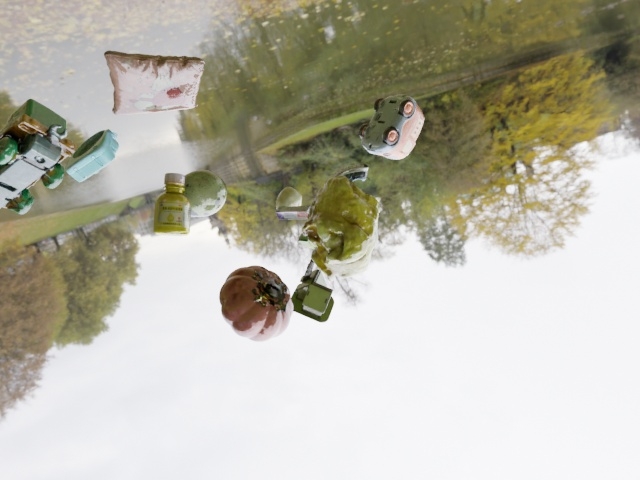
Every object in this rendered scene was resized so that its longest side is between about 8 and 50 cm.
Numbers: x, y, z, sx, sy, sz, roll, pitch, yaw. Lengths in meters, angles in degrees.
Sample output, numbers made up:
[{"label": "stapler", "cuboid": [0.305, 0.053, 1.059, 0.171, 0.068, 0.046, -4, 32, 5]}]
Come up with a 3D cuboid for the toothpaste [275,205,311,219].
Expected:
[{"label": "toothpaste", "cuboid": [-0.116, -0.121, 1.912, 0.196, 0.047, 0.040, 2, -142, 41]}]

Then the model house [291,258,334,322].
[{"label": "model house", "cuboid": [-0.008, 0.228, 2.146, 0.219, 0.278, 0.204, 23, -142, 2]}]

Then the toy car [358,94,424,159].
[{"label": "toy car", "cuboid": [0.309, -0.448, 1.793, 0.181, 0.212, 0.270, 29, -91, 52]}]

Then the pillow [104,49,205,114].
[{"label": "pillow", "cuboid": [-0.418, -0.397, 1.121, 0.236, 0.084, 0.223, -9, 164, -26]}]

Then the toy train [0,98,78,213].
[{"label": "toy train", "cuboid": [-0.919, -0.254, 1.326, 0.429, 0.249, 0.178, -30, 145, 17]}]

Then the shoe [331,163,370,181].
[{"label": "shoe", "cuboid": [0.108, -0.233, 1.598, 0.143, 0.071, 0.064, -13, -162, 7]}]

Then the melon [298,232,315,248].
[{"label": "melon", "cuboid": [0.000, 0.000, 1.713, 0.064, 0.209, 0.117, 4, -114, 37]}]

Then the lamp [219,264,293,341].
[{"label": "lamp", "cuboid": [-0.254, 0.247, 1.682, 0.240, 0.305, 0.305, -39, 178, 32]}]

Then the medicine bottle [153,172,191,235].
[{"label": "medicine bottle", "cuboid": [-0.513, -0.125, 1.526, 0.122, 0.212, 0.122, 2, 176, 0]}]

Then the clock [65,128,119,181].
[{"label": "clock", "cuboid": [-0.484, -0.196, 0.948, 0.108, 0.045, 0.147, -27, -141, 12]}]

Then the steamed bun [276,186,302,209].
[{"label": "steamed bun", "cuboid": [-0.144, -0.177, 2.013, 0.129, 0.112, 0.091, -55, -136, 3]}]

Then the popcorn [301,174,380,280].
[{"label": "popcorn", "cuboid": [0.087, -0.026, 1.477, 0.294, 0.292, 0.334, -35, 153, -2]}]

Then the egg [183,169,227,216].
[{"label": "egg", "cuboid": [-0.469, -0.174, 1.666, 0.228, 0.176, 0.177, -17, -169, 0]}]
